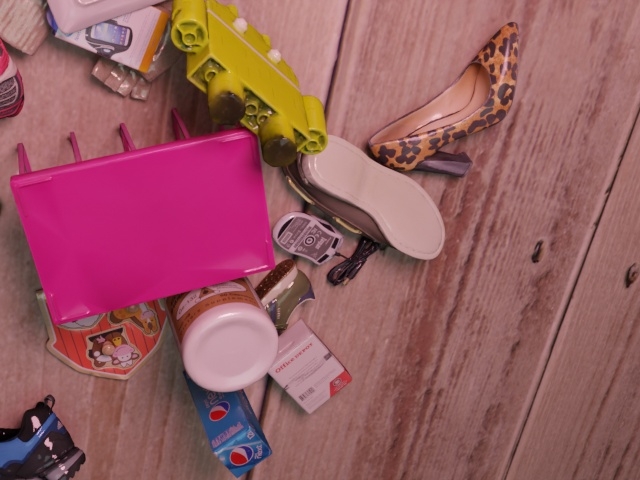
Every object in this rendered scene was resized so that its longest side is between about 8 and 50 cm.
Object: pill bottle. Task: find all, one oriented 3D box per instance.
[{"bbox_3d":[-0.152,0.100,1.151,0.131,0.229,0.131,-9,118,-17],"label":"pill bottle"}]

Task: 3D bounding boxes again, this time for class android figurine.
[{"bbox_3d":[-0.088,-0.207,1.005,0.056,0.273,0.248,-38,123,22],"label":"android figurine"}]

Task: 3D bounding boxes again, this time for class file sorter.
[{"bbox_3d":[-0.234,-0.053,1.069,0.291,0.182,0.202,-14,121,-14],"label":"file sorter"}]

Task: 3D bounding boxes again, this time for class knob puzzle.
[{"bbox_3d":[-0.316,0.137,1.222,0.213,0.030,0.213,-9,118,-18],"label":"knob puzzle"}]

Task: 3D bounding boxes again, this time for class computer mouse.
[{"bbox_3d":[0.000,0.000,1.277,0.193,0.042,0.106,30,106,-37],"label":"computer mouse"}]

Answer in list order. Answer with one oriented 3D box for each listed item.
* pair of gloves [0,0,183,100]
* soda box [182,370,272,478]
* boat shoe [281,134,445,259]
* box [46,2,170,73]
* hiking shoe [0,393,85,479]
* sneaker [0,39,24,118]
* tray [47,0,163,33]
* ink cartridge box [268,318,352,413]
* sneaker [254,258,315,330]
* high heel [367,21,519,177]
[{"bbox_3d":[-0.274,-0.303,1.010,0.240,0.042,0.204,23,101,-34],"label":"pair of gloves"},{"bbox_3d":[-0.146,0.263,1.247,0.067,0.210,0.071,-35,123,-3],"label":"soda box"},{"bbox_3d":[0.071,-0.062,1.244,0.305,0.091,0.109,33,69,-32],"label":"boat shoe"},{"bbox_3d":[-0.263,-0.269,0.990,0.136,0.028,0.081,19,102,-30],"label":"box"},{"bbox_3d":[-0.512,0.349,1.225,0.304,0.113,0.132,-25,92,-2],"label":"hiking shoe"},{"bbox_3d":[-0.502,-0.148,0.957,0.299,0.121,0.112,-17,151,-5],"label":"sneaker"},{"bbox_3d":[-0.209,-0.357,0.963,0.270,0.030,0.145,-28,113,-24],"label":"tray"},{"bbox_3d":[-0.026,0.212,1.362,0.099,0.056,0.135,-38,123,-1],"label":"ink cartridge box"},{"bbox_3d":[-0.088,0.123,1.286,0.192,0.064,0.086,-43,118,-1],"label":"sneaker"},{"bbox_3d":[0.186,-0.215,1.209,0.186,0.093,0.261,6,120,-28],"label":"high heel"}]
